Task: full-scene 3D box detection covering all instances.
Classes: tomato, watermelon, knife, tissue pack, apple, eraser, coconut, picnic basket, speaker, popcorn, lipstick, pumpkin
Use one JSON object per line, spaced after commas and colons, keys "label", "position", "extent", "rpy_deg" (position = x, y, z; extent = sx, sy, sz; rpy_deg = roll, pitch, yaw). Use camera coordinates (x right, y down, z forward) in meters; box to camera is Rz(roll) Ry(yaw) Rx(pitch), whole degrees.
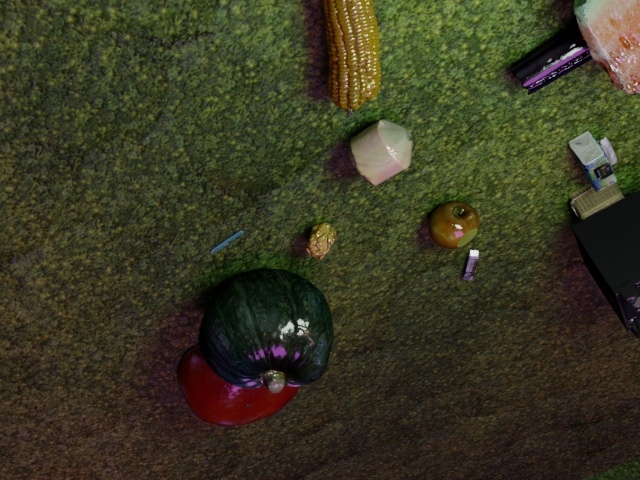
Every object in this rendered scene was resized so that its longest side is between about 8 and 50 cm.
{"label": "tomato", "position": [-0.192, 0.366, 2.206], "extent": [0.338, 0.143, 0.338], "rpy_deg": [-12, 138, -11]}
{"label": "watermelon", "position": [0.561, -0.382, 1.583], "extent": [0.193, 0.140, 0.256], "rpy_deg": [-27, 111, 7]}
{"label": "knife", "position": [-0.204, 0.004, 1.899], "extent": [0.091, 0.005, 0.014], "rpy_deg": [-32, 136, 15]}
{"label": "tissue pack", "position": [0.612, -0.180, 1.942], "extent": [0.079, 0.085, 0.111], "rpy_deg": [-31, 137, 13]}
{"label": "apple", "position": [0.299, -0.036, 1.976], "extent": [0.114, 0.099, 0.102], "rpy_deg": [-28, 153, -29]}
{"label": "eraser", "position": [0.371, 0.060, 2.168], "extent": [0.027, 0.019, 0.099], "rpy_deg": [2, 137, -2]}
{"label": "coconut", "position": [0.126, -0.180, 1.736], "extent": [0.122, 0.116, 0.116], "rpy_deg": [-31, 138, 22]}
{"label": "picnic basket", "position": [0.674, -0.069, 2.092], "extent": [0.115, 0.079, 0.164], "rpy_deg": [-32, 138, 15]}
{"label": "speaker", "position": [0.741, 0.045, 1.989], "extent": [0.232, 0.254, 0.184], "rpy_deg": [-29, 137, 9]}
{"label": "popcorn", "position": [0.000, 0.000, 1.921], "extent": [0.057, 0.083, 0.082], "rpy_deg": [24, 94, -3]}
{"label": "lipstick", "position": [0.558, -0.415, 1.667], "extent": [0.418, 0.077, 0.077], "rpy_deg": [-32, 138, 13]}
{"label": "pumpkin", "position": [-0.114, 0.179, 1.938], "extent": [0.293, 0.263, 0.197], "rpy_deg": [-5, 132, -17]}

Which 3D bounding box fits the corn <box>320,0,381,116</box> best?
{"label": "corn", "position": [0.053, -0.361, 1.519], "extent": [0.102, 0.102, 0.313], "rpy_deg": [-13, 139, -7]}
